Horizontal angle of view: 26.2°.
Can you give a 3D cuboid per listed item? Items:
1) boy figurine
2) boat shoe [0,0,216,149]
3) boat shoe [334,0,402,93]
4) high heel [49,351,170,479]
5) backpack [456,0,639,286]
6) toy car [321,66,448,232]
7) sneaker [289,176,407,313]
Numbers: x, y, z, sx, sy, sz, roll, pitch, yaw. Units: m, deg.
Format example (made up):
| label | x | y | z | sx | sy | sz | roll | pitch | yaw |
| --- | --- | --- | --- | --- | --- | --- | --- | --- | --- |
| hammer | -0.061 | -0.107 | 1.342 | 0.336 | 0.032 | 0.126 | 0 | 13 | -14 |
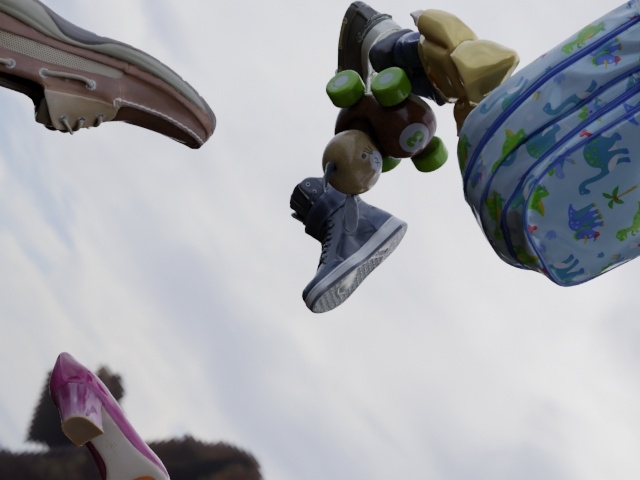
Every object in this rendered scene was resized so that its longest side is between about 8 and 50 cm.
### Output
| label | x | y | z | sx | sy | sz | roll | pitch | yaw |
| --- | --- | --- | --- | --- | --- | --- | --- | --- | --- |
| boy figurine | 0.167 | -0.212 | 1.768 | 0.285 | 0.092 | 0.177 | 26 | -41 | 66 |
| boat shoe | -0.272 | -0.170 | 1.508 | 0.324 | 0.116 | 0.123 | 26 | -14 | -12 |
| boat shoe | 0.077 | -0.294 | 2.389 | 0.091 | 0.109 | 0.305 | 46 | -24 | 22 |
| high heel | -0.260 | 0.242 | 1.714 | 0.244 | 0.082 | 0.117 | 50 | 15 | -41 |
| backpack | 0.331 | -0.111 | 1.583 | 0.290 | 0.355 | 0.273 | 58 | 20 | -47 |
| toy car | 0.061 | -0.111 | 1.836 | 0.149 | 0.188 | 0.155 | 2 | -41 | 38 |
| sneaker | 0.000 | 0.001 | 1.969 | 0.163 | 0.226 | 0.086 | 35 | -45 | 14 |
